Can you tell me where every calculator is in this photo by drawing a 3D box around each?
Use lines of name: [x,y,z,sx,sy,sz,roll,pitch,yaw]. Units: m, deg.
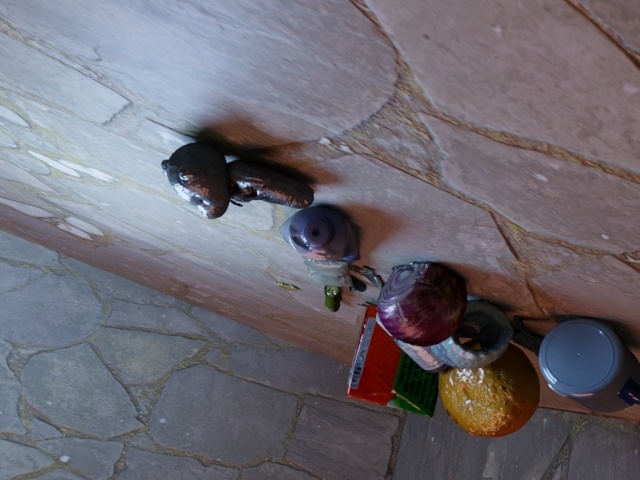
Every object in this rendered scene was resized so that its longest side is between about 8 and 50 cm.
calculator: [0.661,0.311,1.944,0.018,0.172,0.057,-40,132,18]

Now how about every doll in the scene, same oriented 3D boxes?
doll: [-0.187,-0.109,1.391,0.341,0.158,0.246,21,174,-22]

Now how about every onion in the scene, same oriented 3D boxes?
onion: [0.291,0.192,1.773,0.257,0.230,0.272,17,155,-5]

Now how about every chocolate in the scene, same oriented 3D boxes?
chocolate: [0.290,0.444,2.329,0.342,0.359,0.161,15,174,-6]

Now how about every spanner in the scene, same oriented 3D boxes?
spanner: [0.195,0.144,2.053,0.071,0.017,0.302,0,156,31]

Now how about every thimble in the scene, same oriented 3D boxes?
thimble: [0.474,0.293,1.926,0.251,0.204,0.172,1,153,-10]

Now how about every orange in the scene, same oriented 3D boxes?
orange: [0.582,0.497,2.115,0.341,0.340,0.293,-1,-173,43]

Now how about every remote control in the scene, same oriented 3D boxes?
remote control: [0.480,0.300,2.134,0.313,0.055,0.109,-8,117,51]

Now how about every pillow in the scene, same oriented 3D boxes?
pillow: [0.025,0.097,1.920,0.149,0.050,0.229,6,163,10]

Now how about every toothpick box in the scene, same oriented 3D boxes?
toothpick box: [0.847,0.401,1.871,0.263,0.262,0.355,1,158,41]

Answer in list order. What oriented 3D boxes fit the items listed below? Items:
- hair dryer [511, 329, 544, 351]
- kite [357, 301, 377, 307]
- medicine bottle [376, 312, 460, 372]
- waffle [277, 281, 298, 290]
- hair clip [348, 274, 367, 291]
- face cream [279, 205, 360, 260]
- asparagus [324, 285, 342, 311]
hair dryer: [0.746,0.394,2.058,0.207,0.075,0.237,22,-158,-4]
kite: [0.276,0.283,2.410,0.286,0.015,0.152,21,159,-22]
medicine bottle: [0.329,0.305,2.069,0.273,0.165,0.165,44,153,-20]
waffle: [-0.130,0.188,2.477,0.085,0.016,0.078,11,166,17]
hair clip: [0.068,0.112,2.049,0.070,0.039,0.229,0,152,40]
face cream: [0.000,0.000,1.684,0.235,0.137,0.420,13,174,4]
asparagus: [0.047,0.219,2.346,0.068,0.059,0.277,-3,162,-1]
